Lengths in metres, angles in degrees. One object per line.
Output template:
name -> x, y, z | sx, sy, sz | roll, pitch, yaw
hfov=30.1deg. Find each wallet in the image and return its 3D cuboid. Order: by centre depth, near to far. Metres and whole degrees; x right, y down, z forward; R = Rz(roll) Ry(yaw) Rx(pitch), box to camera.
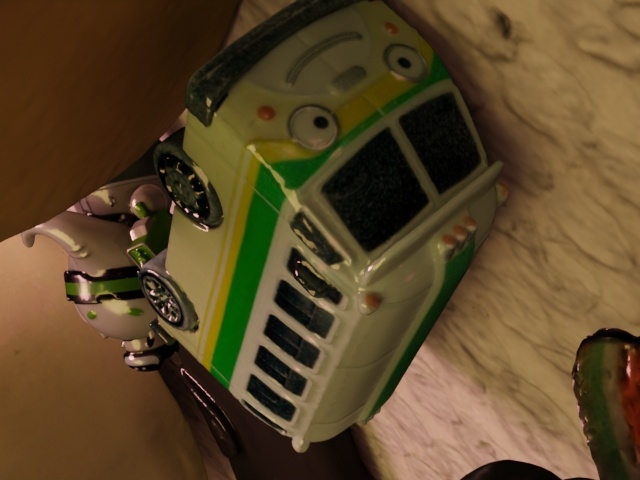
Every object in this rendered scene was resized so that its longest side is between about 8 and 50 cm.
wallet -> -0.039, 0.161, 1.008 | 0.197, 0.051, 0.377 | 13, 132, 46

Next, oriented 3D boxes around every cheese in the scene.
cheese -> -0.144, -0.118, 0.636 | 0.104, 0.384, 0.384 | 39, 150, 7

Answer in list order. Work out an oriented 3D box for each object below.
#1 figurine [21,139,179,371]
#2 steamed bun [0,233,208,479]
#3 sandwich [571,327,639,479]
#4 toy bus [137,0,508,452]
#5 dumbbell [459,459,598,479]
figurine -> -0.141, 0.003, 0.867 | 0.147, 0.126, 0.192 | -6, 99, 34
steamed bun -> -0.304, 0.248, 1.155 | 0.290, 0.371, 0.455 | 34, 150, 27
sandwich -> 0.216, 0.118, 0.535 | 0.235, 0.079, 0.159 | 35, 103, 28
toy bus -> 0.000, 0.000, 0.683 | 0.165, 0.134, 0.276 | 44, 152, 14
dumbbell -> 0.203, 0.144, 0.391 | 0.406, 0.179, 0.179 | -12, 116, 28
